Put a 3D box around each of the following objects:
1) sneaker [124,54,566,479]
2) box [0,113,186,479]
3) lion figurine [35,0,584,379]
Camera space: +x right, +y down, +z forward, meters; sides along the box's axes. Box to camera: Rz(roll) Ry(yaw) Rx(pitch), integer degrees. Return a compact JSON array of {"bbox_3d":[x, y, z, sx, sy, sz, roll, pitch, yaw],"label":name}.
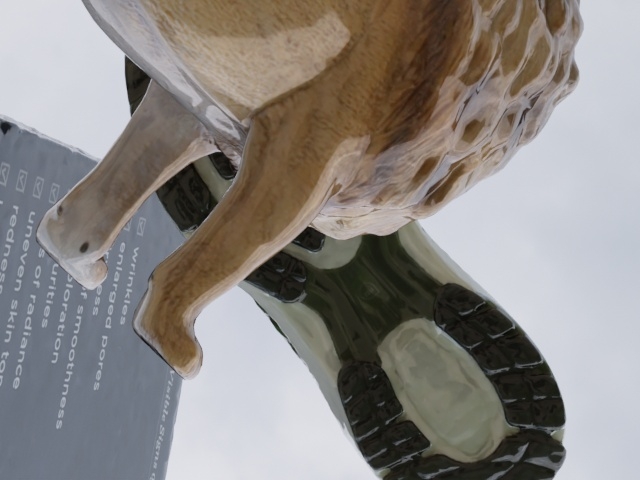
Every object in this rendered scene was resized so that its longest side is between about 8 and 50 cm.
[{"bbox_3d":[0.000,0.000,1.176,0.158,0.182,0.410,-31,-85,-5],"label":"sneaker"},{"bbox_3d":[-0.312,0.154,1.281,0.297,0.472,0.480,8,-95,16],"label":"box"},{"bbox_3d":[-0.052,-0.113,0.658,0.240,0.392,0.142,-48,-135,-6],"label":"lion figurine"}]
